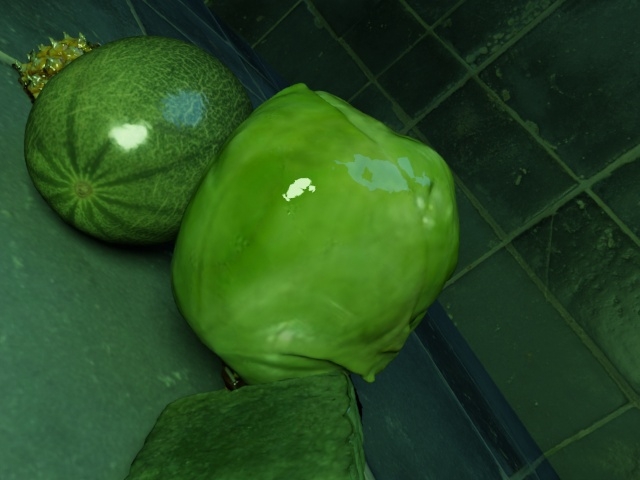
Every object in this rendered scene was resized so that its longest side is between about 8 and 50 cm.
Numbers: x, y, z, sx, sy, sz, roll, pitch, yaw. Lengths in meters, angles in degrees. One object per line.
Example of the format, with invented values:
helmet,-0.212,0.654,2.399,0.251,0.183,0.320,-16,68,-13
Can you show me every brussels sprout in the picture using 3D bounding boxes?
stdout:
brussels sprout,0.000,0.000,0.548,0.328,0.328,0.247,32,18,-52

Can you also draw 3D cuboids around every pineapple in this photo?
pineapple,-0.317,-0.234,0.747,0.176,0.136,0.161,50,14,-1

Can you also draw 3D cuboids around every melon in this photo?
melon,-0.201,-0.116,0.619,0.237,0.237,0.302,48,27,-12

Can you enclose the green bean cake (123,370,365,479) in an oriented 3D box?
green bean cake,-0.053,0.193,0.411,0.183,0.184,0.094,-79,152,-74

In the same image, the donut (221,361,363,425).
donut,-0.027,0.194,0.691,0.235,0.089,0.235,48,13,-15
